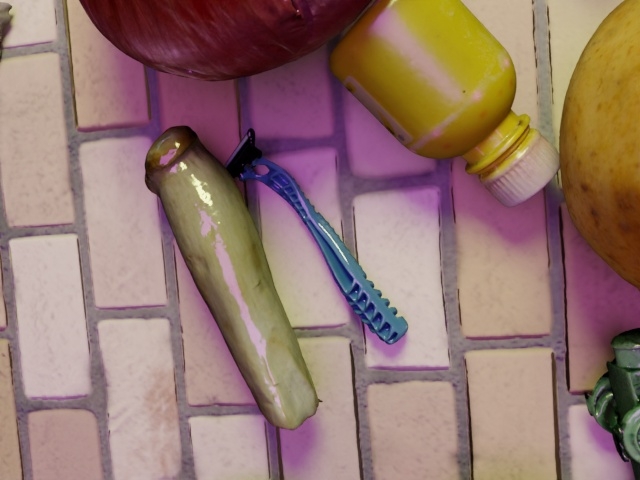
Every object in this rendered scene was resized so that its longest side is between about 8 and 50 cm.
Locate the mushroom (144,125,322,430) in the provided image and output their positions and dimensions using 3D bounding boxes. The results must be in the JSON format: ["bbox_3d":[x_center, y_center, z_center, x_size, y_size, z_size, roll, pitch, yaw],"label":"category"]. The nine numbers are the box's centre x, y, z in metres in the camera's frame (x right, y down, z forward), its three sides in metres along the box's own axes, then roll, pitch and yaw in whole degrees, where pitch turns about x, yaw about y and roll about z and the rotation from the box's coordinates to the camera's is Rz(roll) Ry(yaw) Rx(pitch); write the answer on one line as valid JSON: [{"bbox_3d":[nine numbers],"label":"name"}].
[{"bbox_3d":[-0.086,0.034,0.621,0.081,0.100,0.312,-25,89,-12],"label":"mushroom"}]

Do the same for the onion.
[{"bbox_3d":[-0.083,-0.310,0.489,0.348,0.285,0.347,-6,75,23],"label":"onion"}]

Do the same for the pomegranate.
[{"bbox_3d":[0.302,-0.080,0.460,0.260,0.260,0.260,1,94,10],"label":"pomegranate"}]

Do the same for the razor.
[{"bbox_3d":[0.000,0.000,0.629,0.253,0.042,0.082,50,143,3],"label":"razor"}]

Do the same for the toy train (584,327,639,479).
[{"bbox_3d":[0.336,0.199,0.552,0.154,0.115,0.269,-16,91,2],"label":"toy train"}]

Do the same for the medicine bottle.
[{"bbox_3d":[0.119,-0.126,0.559,0.212,0.122,0.122,45,100,-6],"label":"medicine bottle"}]

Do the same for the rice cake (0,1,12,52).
[{"bbox_3d":[-0.534,-0.211,0.695,0.399,0.070,0.064,-5,97,11],"label":"rice cake"}]
